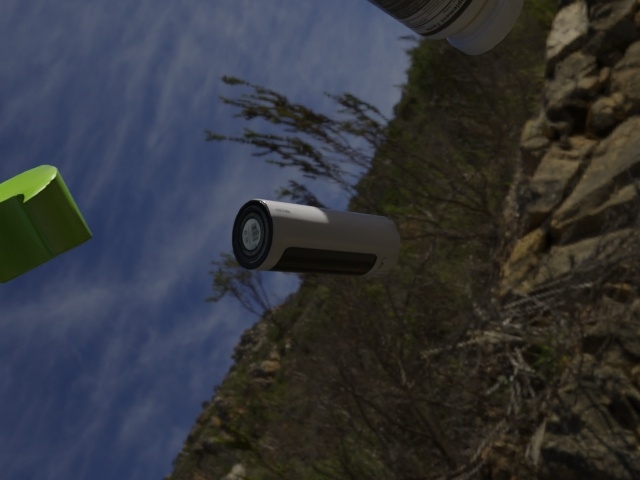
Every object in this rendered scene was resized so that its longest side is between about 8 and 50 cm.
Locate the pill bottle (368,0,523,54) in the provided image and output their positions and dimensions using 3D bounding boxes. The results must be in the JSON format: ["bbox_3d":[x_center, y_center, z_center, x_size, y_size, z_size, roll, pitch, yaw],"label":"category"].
[{"bbox_3d":[0.195,-0.508,1.350,0.363,0.210,0.210,23,-102,-30],"label":"pill bottle"}]

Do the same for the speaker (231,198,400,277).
[{"bbox_3d":[0.000,0.000,0.579,0.136,0.055,0.055,6,-84,-40],"label":"speaker"}]

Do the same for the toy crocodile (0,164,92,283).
[{"bbox_3d":[-0.303,0.034,0.405,0.341,0.105,0.115,-15,-77,-21],"label":"toy crocodile"}]
